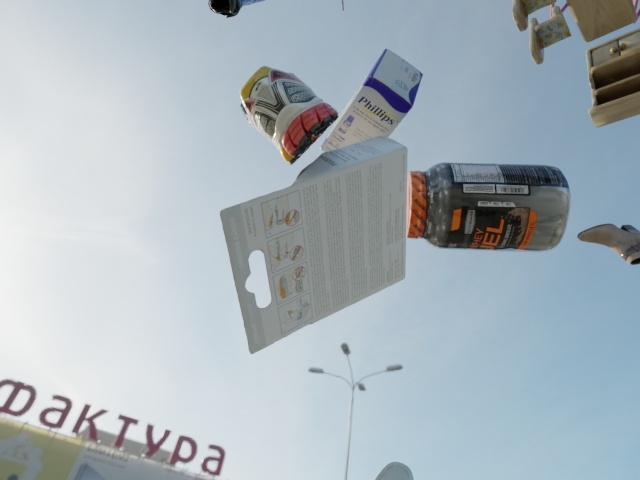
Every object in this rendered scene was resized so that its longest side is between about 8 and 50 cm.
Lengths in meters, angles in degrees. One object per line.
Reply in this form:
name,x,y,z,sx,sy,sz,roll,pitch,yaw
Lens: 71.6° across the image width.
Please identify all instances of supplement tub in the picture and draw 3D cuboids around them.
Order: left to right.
supplement tub,0.372,-0.078,1.042,0.339,0.207,0.207,2,-43,4

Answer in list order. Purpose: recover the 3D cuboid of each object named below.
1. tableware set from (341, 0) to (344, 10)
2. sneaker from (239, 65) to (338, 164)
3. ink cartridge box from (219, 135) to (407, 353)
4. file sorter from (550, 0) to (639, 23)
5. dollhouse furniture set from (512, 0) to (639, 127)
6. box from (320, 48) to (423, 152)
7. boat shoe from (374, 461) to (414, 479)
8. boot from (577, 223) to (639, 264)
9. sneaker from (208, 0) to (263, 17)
tableware set,0.030,-0.547,0.904,0.024,0.154,0.104,-4,-37,8
sneaker,-0.035,-0.147,0.500,0.093,0.225,0.088,44,-85,-9
ink cartridge box,0.000,0.000,0.513,0.233,0.066,0.188,-20,-56,-23
file sorter,0.537,-0.526,0.821,0.291,0.182,0.202,22,-30,35
dollhouse furniture set,0.449,-0.327,0.693,0.212,0.160,0.242,-15,-40,42
box,0.076,-0.191,0.656,0.072,0.126,0.137,33,-48,-9
boat shoe,0.063,0.286,0.437,0.046,0.125,0.038,9,-35,17
boot,0.564,0.010,0.836,0.119,0.086,0.042,-11,-45,7
sneaker,-0.150,-0.488,0.881,0.152,0.084,0.058,-5,-46,13
